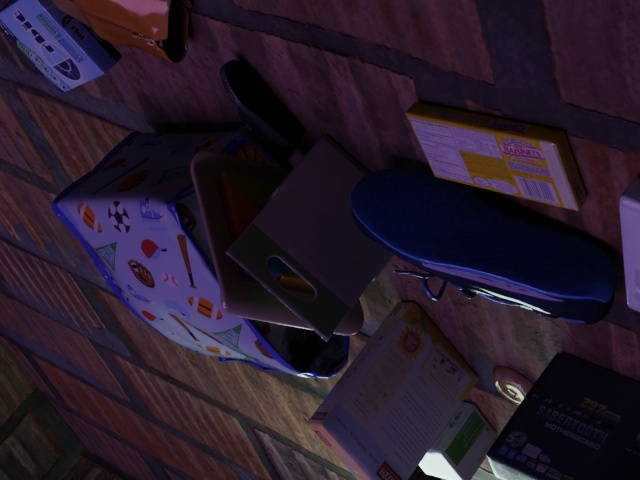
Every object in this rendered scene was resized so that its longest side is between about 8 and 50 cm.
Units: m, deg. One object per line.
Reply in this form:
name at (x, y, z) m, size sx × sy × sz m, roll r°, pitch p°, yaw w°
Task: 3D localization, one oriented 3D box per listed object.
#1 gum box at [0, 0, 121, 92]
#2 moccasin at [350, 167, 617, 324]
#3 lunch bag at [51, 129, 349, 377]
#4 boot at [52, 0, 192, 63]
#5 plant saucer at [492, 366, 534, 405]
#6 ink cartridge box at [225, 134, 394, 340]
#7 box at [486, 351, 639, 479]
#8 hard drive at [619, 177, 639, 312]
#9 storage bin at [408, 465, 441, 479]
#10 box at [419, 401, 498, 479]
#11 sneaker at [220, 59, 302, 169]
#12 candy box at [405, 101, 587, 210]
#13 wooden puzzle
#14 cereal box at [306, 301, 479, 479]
gum box at (-0.394, -0.301, 1.994) m, size 0.157 × 0.041 × 0.184 m, roll 48°, pitch 156°, yaw -19°
moccasin at (0.184, 0.026, 1.607) m, size 0.342 × 0.137 × 0.117 m, roll 28°, pitch 158°, yaw 27°
lunch bag at (-0.148, 0.032, 1.988) m, size 0.328 × 0.239 × 0.385 m, roll 3°, pitch 131°, yaw 51°
boot at (-0.268, -0.347, 1.675) m, size 0.211 × 0.104 × 0.295 m, roll 24°, pitch 157°, yaw 21°
plant saucer at (0.281, 0.215, 1.946) m, size 0.083 × 0.015 × 0.083 m, roll 33°, pitch 156°, yaw 17°
ink cartridge box at (0.000, 0.000, 1.702) m, size 0.171 × 0.235 × 0.056 m, roll 41°, pitch 149°, yaw -4°
box at (0.356, 0.259, 1.702) m, size 0.233 × 0.183 × 0.059 m, roll 22°, pitch 150°, yaw 37°
hard drive at (0.457, 0.060, 1.381) m, size 0.307 × 0.040 × 0.203 m, roll 24°, pitch 152°, yaw 31°
storage bin at (0.124, 0.369, 2.318) m, size 0.084 × 0.122 × 0.180 m, roll 8°, pitch 141°, yaw 51°
box at (0.204, 0.316, 2.129) m, size 0.102 × 0.101 × 0.087 m, roll 5°, pitch 140°, yaw 53°
sneaker at (-0.087, -0.162, 1.775) m, size 0.170 × 0.051 × 0.089 m, roll 45°, pitch 152°, yaw -21°
candy box at (0.195, -0.096, 1.506) m, size 0.206 × 0.027 × 0.105 m, roll 17°, pitch 146°, yaw 41°
wooden puzzle at (-0.050, -0.001, 1.727) m, size 0.221 × 0.238 × 0.044 m, roll 13°, pitch 140°, yaw -36°
cereal box at (0.108, 0.232, 1.948) m, size 0.173 × 0.240 × 0.047 m, roll 50°, pitch 154°, yaw -22°
